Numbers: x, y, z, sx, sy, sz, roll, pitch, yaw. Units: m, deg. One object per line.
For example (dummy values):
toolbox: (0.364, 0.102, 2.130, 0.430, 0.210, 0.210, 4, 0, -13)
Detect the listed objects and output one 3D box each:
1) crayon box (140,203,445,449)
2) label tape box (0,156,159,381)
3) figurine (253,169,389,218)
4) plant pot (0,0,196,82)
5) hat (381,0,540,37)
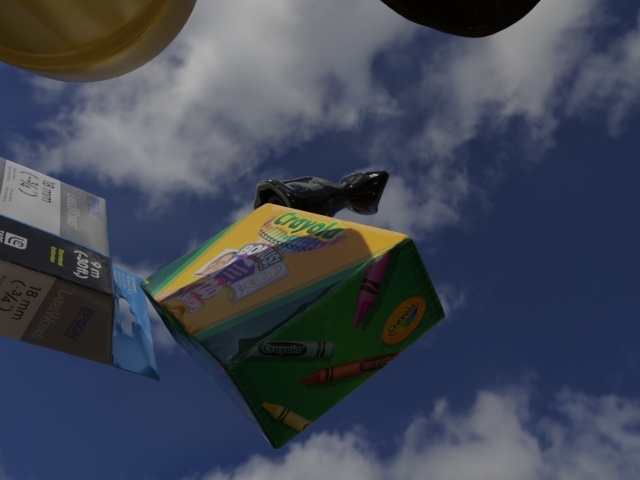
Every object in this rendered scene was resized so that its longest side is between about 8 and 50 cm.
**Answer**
crayon box: (-0.044, 0.052, 0.558, 0.165, 0.278, 0.081, -34, -68, -19)
label tape box: (-0.338, 0.019, 0.777, 0.334, 0.240, 0.106, 25, -71, -33)
figurine: (0.000, 0.000, 0.900, 0.092, 0.209, 0.214, 41, -51, 33)
plant pot: (-0.240, -0.271, 0.504, 0.254, 0.239, 0.253, 0, -84, 1)
hat: (0.190, -0.408, 0.702, 0.332, 0.134, 0.331, -1, -82, -6)
